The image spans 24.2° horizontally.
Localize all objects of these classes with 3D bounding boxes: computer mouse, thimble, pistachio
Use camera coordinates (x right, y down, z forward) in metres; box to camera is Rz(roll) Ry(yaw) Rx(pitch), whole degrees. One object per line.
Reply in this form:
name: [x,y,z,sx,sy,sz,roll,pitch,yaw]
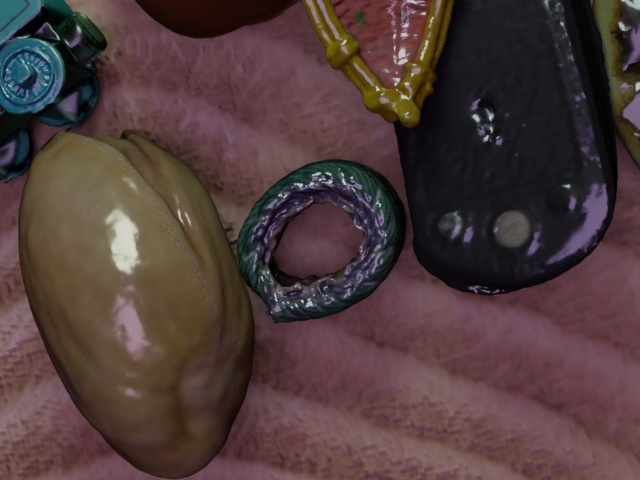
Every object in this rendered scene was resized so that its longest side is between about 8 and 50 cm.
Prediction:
computer mouse: [0.143,-0.092,1.161,0.170,0.100,0.269,-12,81,20]
thimble: [0.001,-0.003,1.198,0.135,0.090,0.118,-30,89,11]
pistachio: [-0.145,0.043,1.163,0.181,0.162,0.293,-39,68,42]

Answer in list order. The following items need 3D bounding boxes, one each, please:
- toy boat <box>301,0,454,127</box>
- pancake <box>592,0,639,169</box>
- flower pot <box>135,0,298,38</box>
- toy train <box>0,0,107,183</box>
toy boat: [0.034,-0.244,1.082,0.141,0.099,0.318,-13,110,-7]
pancake: [0.357,-0.172,1.165,0.304,0.067,0.427,-31,91,1]
flower pot: [-0.102,-0.251,1.144,0.190,0.173,0.191,1,97,8]
toy train: [-0.277,-0.136,1.211,0.198,0.107,0.154,-37,83,8]
